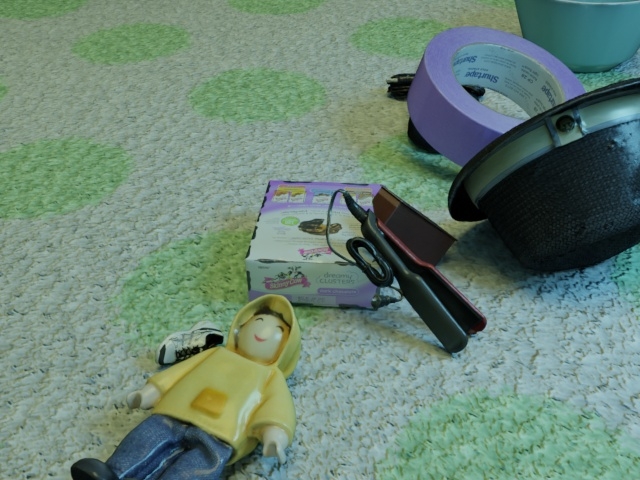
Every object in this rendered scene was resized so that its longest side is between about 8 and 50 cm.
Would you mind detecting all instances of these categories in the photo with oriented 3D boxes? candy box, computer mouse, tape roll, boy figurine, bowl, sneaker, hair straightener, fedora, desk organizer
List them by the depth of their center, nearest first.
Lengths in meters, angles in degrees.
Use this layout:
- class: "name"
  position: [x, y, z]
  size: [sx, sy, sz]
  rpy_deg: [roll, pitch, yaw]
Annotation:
- class: "boy figurine"
  position: [-0.096, 0.162, 0.741]
  size: [0.177, 0.092, 0.285]
  rpy_deg: [17, 41, 29]
- class: "sneaker"
  position: [-0.146, 0.118, 0.856]
  size: [0.083, 0.032, 0.037]
  rpy_deg: [-30, 43, -34]
- class: "hair straightener"
  position: [0.085, 0.036, 0.859]
  size: [0.230, 0.047, 0.089]
  rpy_deg: [50, 51, 4]
- class: "fedora"
  position: [0.334, -0.059, 0.951]
  size: [0.334, 0.334, 0.153]
  rpy_deg: [-14, 69, -17]
- class: "desk organizer"
  position: [0.111, -0.015, 0.960]
  size: [0.130, 0.050, 0.047]
  rpy_deg: [30, 10, -43]
- class: "candy box"
  position: [0.000, 0.000, 0.990]
  size: [0.164, 0.070, 0.196]
  rpy_deg: [3, 34, 5]
- class: "tape roll"
  position: [0.281, -0.222, 1.210]
  size: [0.274, 0.090, 0.275]
  rpy_deg: [10, 48, -11]
- class: "computer mouse"
  position: [0.209, -0.244, 1.341]
  size: [0.188, 0.072, 0.272]
  rpy_deg: [2, 34, 4]
- class: "bowl"
  position: [0.536, -0.451, 1.552]
  size: [0.311, 0.163, 0.311]
  rpy_deg: [0, 34, 0]
